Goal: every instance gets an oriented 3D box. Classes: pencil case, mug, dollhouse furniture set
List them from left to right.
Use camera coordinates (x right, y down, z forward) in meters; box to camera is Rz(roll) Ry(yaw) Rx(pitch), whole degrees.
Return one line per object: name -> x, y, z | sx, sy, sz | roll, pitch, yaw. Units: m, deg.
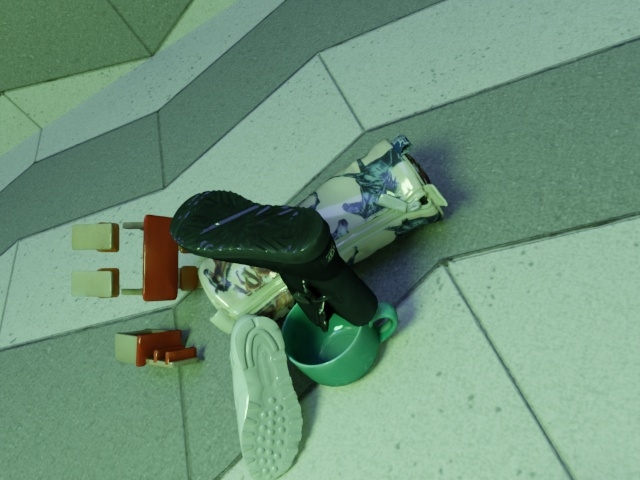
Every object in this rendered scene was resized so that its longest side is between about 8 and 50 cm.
dollhouse furniture set -> -0.284, 0.085, 0.990 | 0.135, 0.262, 0.259 | -1, 87, 30
pencil case -> 0.000, 0.000, 0.915 | 0.410, 0.160, 0.183 | -34, 11, 3
mug -> 0.032, 0.150, 0.820 | 0.157, 0.097, 0.130 | 8, 58, 36

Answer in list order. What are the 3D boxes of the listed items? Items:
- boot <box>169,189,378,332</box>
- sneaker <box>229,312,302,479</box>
boot -> -0.060, 0.035, 0.749 | 0.246, 0.207, 0.094 | 8, 59, 31
sneaker -> -0.087, 0.223, 0.807 | 0.094, 0.090, 0.235 | -9, 84, 64
